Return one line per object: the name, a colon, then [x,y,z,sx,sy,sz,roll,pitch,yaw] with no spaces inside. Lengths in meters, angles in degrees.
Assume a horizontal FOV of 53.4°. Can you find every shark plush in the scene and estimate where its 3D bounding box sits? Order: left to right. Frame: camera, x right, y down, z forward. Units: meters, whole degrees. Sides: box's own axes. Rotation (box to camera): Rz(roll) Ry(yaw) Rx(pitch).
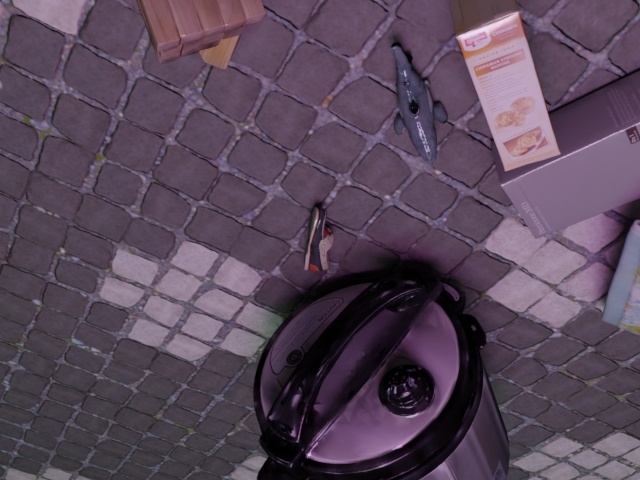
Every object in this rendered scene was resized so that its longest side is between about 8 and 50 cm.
shark plush: [0.127,-0.180,0.815,0.073,0.067,0.161,-3,133,9]

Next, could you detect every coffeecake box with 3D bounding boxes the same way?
coffeecake box: [0.210,-0.199,0.735,0.068,0.142,0.185,-18,129,21]

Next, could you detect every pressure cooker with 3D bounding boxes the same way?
pressure cooker: [0.101,0.264,1.029,0.376,0.369,0.420,-15,133,15]

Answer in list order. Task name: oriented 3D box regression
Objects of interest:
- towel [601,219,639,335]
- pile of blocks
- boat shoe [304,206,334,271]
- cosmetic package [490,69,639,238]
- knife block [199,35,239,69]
towel: [0.564,0.087,0.851,0.321,0.090,0.374,24,163,25]
pile of blocks: [-0.204,-0.320,0.600,0.362,0.149,0.112,46,166,-11]
boat shoe: [0.000,0.000,1.012,0.043,0.049,0.137,6,136,-3]
cosmetic package: [0.359,-0.112,0.829,0.238,0.107,0.127,-28,127,25]
knife block: [-0.067,-0.346,0.666,0.242,0.088,0.275,-12,129,19]
